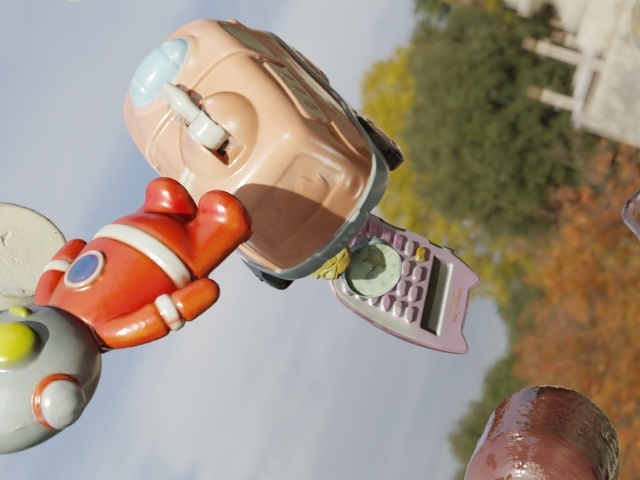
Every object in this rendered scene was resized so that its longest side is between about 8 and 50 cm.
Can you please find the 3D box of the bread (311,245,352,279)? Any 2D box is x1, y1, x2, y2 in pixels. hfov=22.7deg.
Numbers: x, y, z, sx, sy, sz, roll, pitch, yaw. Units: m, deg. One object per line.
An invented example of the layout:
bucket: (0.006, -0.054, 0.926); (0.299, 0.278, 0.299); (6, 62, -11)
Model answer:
bread: (0.000, 0.000, 2.065); (0.060, 0.066, 0.110); (77, 172, -84)

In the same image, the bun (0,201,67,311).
bun: (-0.350, 0.032, 1.767); (0.138, 0.138, 0.094); (-62, 0, -42)

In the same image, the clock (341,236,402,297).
clock: (0.067, 0.037, 2.111); (0.017, 0.085, 0.085); (-122, 43, -62)

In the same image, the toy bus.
toy bus: (-0.079, -0.099, 1.582); (0.194, 0.287, 0.232); (-49, -36, 11)

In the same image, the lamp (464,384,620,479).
lamp: (0.265, 0.279, 1.878); (0.258, 0.180, 0.180); (-52, -22, -60)

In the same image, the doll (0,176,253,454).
doll: (-0.204, 0.068, 1.275); (0.336, 0.200, 0.105); (-44, -53, -27)

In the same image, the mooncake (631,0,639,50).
mooncake: (0.558, -0.274, 1.818); (0.393, 0.246, 0.394); (-36, 10, -5)

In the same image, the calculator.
calculator: (0.129, 0.069, 2.609); (0.043, 0.294, 0.194); (-29, 41, 53)

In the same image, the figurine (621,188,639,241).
figurine: (0.401, 0.090, 1.341); (0.281, 0.370, 0.167); (-31, -23, -3)
